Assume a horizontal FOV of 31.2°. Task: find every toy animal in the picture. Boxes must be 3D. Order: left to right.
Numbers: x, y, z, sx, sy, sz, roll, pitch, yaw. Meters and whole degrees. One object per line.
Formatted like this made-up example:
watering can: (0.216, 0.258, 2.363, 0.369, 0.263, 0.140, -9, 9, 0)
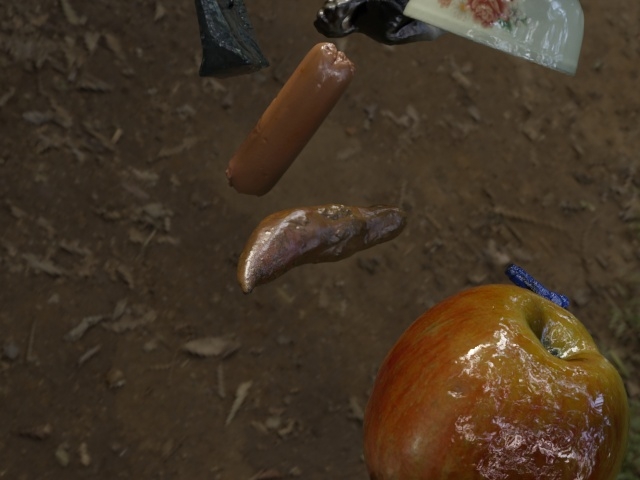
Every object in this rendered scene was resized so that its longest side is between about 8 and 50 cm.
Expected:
toy animal: (0.155, -0.480, 2.026, 0.302, 0.344, 0.194, -17, 66, -30)

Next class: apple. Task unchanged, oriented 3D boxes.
apple: (0.198, 0.183, 1.280, 0.301, 0.301, 0.302, 18, 50, -23)

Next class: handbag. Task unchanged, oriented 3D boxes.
handbag: (-0.157, -0.357, 1.888, 0.270, 0.088, 0.175, -48, 126, -79)

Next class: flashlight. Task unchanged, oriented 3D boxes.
flashlight: (0.340, 0.081, 1.816, 0.121, 0.035, 0.057, 37, 56, -9)

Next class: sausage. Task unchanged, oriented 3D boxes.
sausage: (-0.049, -0.185, 1.806, 0.086, 0.289, 0.086, 31, 24, -15)

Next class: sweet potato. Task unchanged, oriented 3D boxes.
sweet potato: (-0.012, -0.008, 1.710, 0.354, 0.095, 0.106, -21, 55, -41)

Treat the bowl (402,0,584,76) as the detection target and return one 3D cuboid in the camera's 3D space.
bowl: (0.271, -0.353, 1.702, 0.277, 0.145, 0.277, 18, 14, -5)
